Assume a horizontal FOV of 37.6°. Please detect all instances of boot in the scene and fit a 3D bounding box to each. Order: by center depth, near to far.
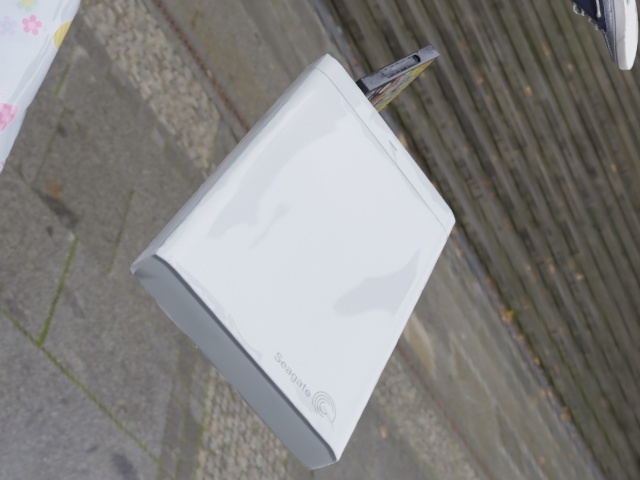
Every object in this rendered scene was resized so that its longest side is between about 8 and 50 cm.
[{"bbox_3d":[0.416,-0.344,1.394,0.069,0.086,0.190,-43,128,-45],"label":"boot"}]

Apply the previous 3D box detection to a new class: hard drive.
[{"bbox_3d":[0.000,0.000,0.874,0.233,0.047,0.353,51,41,-16],"label":"hard drive"}]

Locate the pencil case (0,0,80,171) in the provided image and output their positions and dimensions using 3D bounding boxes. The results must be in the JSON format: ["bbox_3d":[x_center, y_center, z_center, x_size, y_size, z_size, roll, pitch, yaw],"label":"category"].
[{"bbox_3d":[-0.265,-0.179,0.745,0.124,0.273,0.113,23,4,-28],"label":"pencil case"}]

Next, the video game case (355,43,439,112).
[{"bbox_3d":[0.075,-0.261,1.821,0.035,0.275,0.248,53,45,3],"label":"video game case"}]
